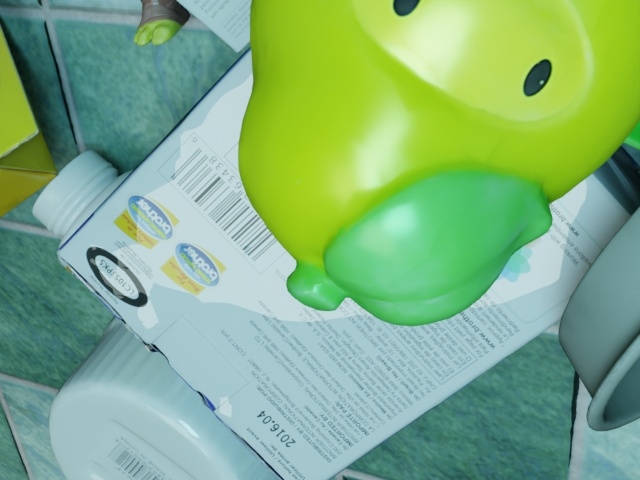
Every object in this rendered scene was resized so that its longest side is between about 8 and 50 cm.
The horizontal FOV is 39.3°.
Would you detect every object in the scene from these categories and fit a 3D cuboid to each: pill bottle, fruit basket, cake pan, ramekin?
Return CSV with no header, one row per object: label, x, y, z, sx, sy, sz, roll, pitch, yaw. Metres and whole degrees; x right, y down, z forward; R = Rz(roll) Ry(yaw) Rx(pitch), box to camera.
pill bottle,-0.162,0.016,0.845,0.215,0.117,0.117,42,131,-2
fruit basket,0.080,-0.160,0.385,0.392,0.392,0.283,36,132,3
cake pan,0.254,-0.003,0.518,0.054,0.293,0.293,52,137,28
ramekin,-0.156,0.212,0.965,0.277,0.135,0.277,14,127,20

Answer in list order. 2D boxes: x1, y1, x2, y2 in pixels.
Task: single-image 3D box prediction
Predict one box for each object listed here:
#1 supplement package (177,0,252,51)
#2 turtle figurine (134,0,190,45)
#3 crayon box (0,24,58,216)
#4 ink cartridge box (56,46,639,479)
supplement package,-0.085,-0.228,0.564,0.179,0.105,0.105,38,113,-26
turtle figurine,-0.138,-0.258,0.655,0.269,0.087,0.217,-17,122,5
crayon box,-0.371,-0.095,0.822,0.318,0.081,0.202,-29,75,23
ink cartridge box,0.000,0.000,0.666,0.270,0.151,0.395,46,115,-5
